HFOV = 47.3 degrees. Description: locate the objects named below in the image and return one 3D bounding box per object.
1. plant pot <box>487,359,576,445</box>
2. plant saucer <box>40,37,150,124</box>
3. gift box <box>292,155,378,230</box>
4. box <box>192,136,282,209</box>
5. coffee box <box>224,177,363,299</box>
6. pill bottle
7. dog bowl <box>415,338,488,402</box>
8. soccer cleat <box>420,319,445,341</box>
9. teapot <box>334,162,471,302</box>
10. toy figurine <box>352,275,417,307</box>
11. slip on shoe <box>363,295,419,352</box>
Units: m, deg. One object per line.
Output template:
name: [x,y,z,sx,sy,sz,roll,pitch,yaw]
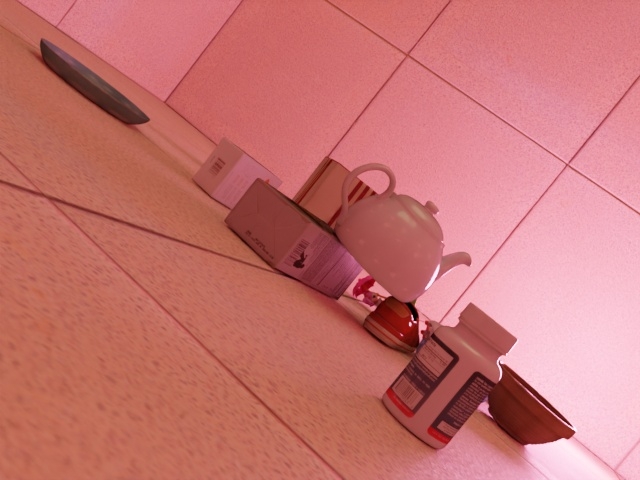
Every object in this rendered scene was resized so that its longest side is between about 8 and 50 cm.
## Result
plant pot: [0.472,0.400,1.718,0.237,0.110,0.237,41,6,-5]
plant saucer: [-0.566,-0.383,1.817,0.317,0.044,0.317,39,3,-3]
gift box: [0.051,-0.046,2.006,0.276,0.258,0.255,39,3,-9]
box: [-0.199,-0.145,1.765,0.091,0.130,0.170,40,3,37]
coffee box: [-0.041,0.003,1.527,0.168,0.119,0.297,41,4,30]
pill bottle: [0.178,0.178,0.982,0.108,0.180,0.108,39,3,-3]
dog bowl: [0.345,0.319,1.835,0.297,0.074,0.166,36,4,-44]
soccer cleat: [0.274,0.247,1.643,0.076,0.068,0.196,17,28,-8]
teapot: [0.162,-0.013,1.502,0.252,0.187,0.256,49,9,21]
toy figurine: [0.160,0.162,1.945,0.159,0.130,0.173,24,30,-9]
slip on shoe: [0.182,0.184,1.662,0.123,0.101,0.331,38,2,18]
